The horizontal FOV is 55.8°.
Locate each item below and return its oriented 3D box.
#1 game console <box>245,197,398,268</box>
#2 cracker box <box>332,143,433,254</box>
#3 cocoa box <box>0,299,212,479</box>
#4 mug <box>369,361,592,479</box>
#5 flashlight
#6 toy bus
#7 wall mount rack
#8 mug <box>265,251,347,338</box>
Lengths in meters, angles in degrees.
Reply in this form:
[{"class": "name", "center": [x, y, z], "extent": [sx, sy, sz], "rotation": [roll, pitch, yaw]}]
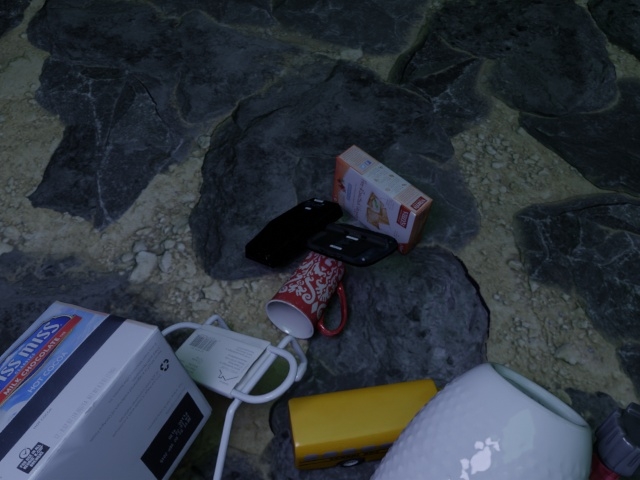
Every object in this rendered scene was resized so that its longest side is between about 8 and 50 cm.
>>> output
[{"class": "game console", "center": [0.000, 0.000, 1.268], "extent": [0.213, 0.044, 0.361], "rotation": [-37, 31, -25]}, {"class": "cracker box", "center": [0.134, -0.092, 1.379], "extent": [0.232, 0.155, 0.067], "rotation": [38, 61, 22]}, {"class": "cocoa box", "center": [-0.371, 0.297, 0.869], "extent": [0.228, 0.231, 0.347], "rotation": [9, 46, 29]}, {"class": "mug", "center": [0.260, 0.370, 0.942], "extent": [0.276, 0.374, 0.328], "rotation": [34, 98, 30]}, {"class": "flashlight", "center": [0.423, 0.394, 0.953], "extent": [0.103, 0.304, 0.103], "rotation": [-7, 42, -29]}, {"class": "toy bus", "center": [0.111, 0.328, 1.094], "extent": [0.333, 0.130, 0.108], "rotation": [-6, 55, -8]}, {"class": "wall mount rack", "center": [-0.192, 0.279, 1.071], "extent": [0.350, 0.130, 0.304], "rotation": [8, 45, 39]}, {"class": "mug", "center": [-0.014, 0.118, 1.269], "extent": [0.150, 0.113, 0.169], "rotation": [51, 51, -21]}]
